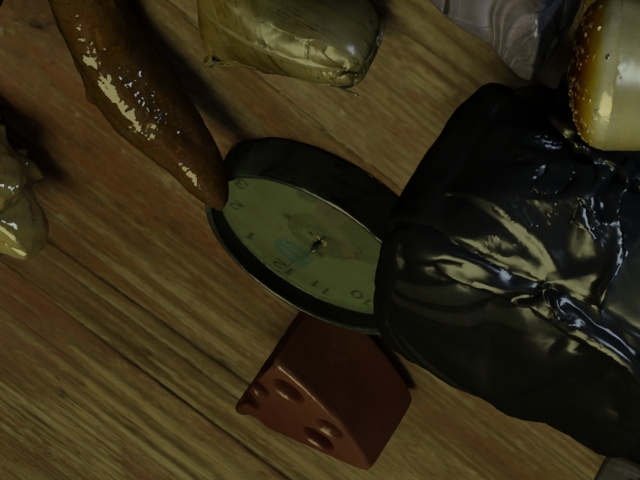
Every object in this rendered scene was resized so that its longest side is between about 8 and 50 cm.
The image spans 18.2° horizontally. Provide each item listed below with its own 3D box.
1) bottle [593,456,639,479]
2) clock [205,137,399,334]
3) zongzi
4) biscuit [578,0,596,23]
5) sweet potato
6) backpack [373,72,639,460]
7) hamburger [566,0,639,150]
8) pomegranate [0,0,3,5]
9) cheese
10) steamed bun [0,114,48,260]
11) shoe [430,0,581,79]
[{"bbox_3d":[0.412,0.336,2.269,0.233,0.110,0.110,25,152,13],"label":"bottle"},{"bbox_3d":[0.000,0.000,2.193,0.281,0.055,0.280,24,152,14],"label":"clock"},{"bbox_3d":[-0.043,-0.234,1.810,0.194,0.099,0.197,16,142,29],"label":"zongzi"},{"bbox_3d":[0.310,-0.146,1.648,0.220,0.033,0.220,27,153,15],"label":"biscuit"},{"bbox_3d":[-0.200,-0.168,2.069,0.341,0.092,0.114,57,171,-34],"label":"sweet potato"},{"bbox_3d":[0.278,0.053,1.771,0.446,0.255,0.363,30,157,10],"label":"backpack"},{"bbox_3d":[0.236,-0.134,1.585,0.081,0.141,0.126,10,118,10],"label":"hamburger"},{"bbox_3d":[-0.398,-0.261,2.079,0.114,0.142,0.114,50,164,20],"label":"pomegranate"},{"bbox_3d":[-0.008,0.149,2.388,0.203,0.128,0.177,23,150,26],"label":"cheese"},{"bbox_3d":[-0.445,-0.090,2.424,0.292,0.137,0.295,28,147,10],"label":"steamed bun"},{"bbox_3d":[0.144,-0.236,1.607,0.138,0.095,0.245,30,156,14],"label":"shoe"}]
